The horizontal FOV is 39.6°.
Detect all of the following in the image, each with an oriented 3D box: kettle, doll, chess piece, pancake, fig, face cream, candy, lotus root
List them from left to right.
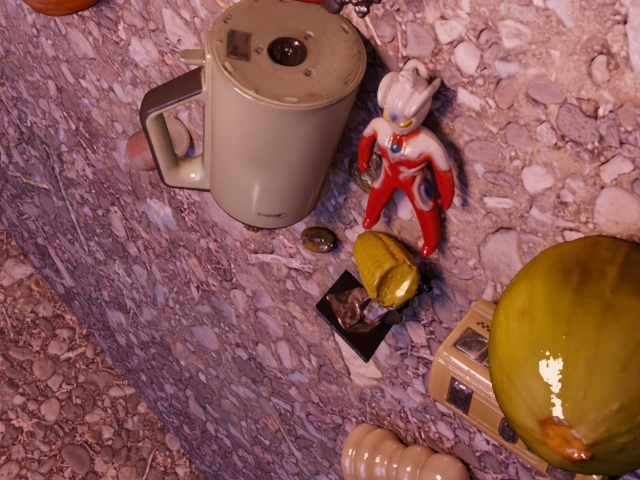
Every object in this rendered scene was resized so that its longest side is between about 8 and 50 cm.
[{"bbox_3d":[-0.400,-0.213,2.077,0.251,0.101,0.101,-12,113,55],"label":"face cream"},{"bbox_3d":[-0.131,-0.206,1.546,0.377,0.361,0.250,106,160,-57],"label":"kettle"},{"bbox_3d":[0.000,0.000,1.846,0.099,0.049,0.054,14,125,44],"label":"lotus root"},{"bbox_3d":[0.094,-0.118,1.638,0.108,0.017,0.108,32,144,27],"label":"pancake"},{"bbox_3d":[0.111,0.037,1.668,0.094,0.106,0.199,52,-176,-32],"label":"candy"},{"bbox_3d":[0.144,-0.132,1.490,0.188,0.099,0.384,24,143,23],"label":"doll"},{"bbox_3d":[0.208,0.529,2.061,0.299,0.167,0.167,3,126,41],"label":"chess piece"},{"bbox_3d":[0.387,0.173,1.268,0.343,0.343,0.343,32,144,27],"label":"fig"}]

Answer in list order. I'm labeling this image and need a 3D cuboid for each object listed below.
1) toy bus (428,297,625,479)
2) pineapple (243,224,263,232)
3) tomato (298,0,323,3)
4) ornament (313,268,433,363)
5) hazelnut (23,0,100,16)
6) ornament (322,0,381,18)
[{"bbox_3d":[0.375,0.274,1.523,0.365,0.202,0.177,31,143,27],"label":"toy bus"},{"bbox_3d":[-0.114,-0.075,1.900,0.074,0.074,0.159,51,143,-1],"label":"pineapple"},{"bbox_3d":[-0.036,-0.462,1.371,0.228,0.101,0.228,30,140,29],"label":"tomato"},{"bbox_3d":[0.129,0.101,1.729,0.153,0.166,0.196,47,129,-5],"label":"ornament"},{"bbox_3d":[-0.512,-0.544,1.746,0.186,0.210,0.210,11,132,38],"label":"hazelnut"},{"bbox_3d":[0.013,-0.458,1.240,0.251,0.106,0.260,28,130,22],"label":"ornament"}]
